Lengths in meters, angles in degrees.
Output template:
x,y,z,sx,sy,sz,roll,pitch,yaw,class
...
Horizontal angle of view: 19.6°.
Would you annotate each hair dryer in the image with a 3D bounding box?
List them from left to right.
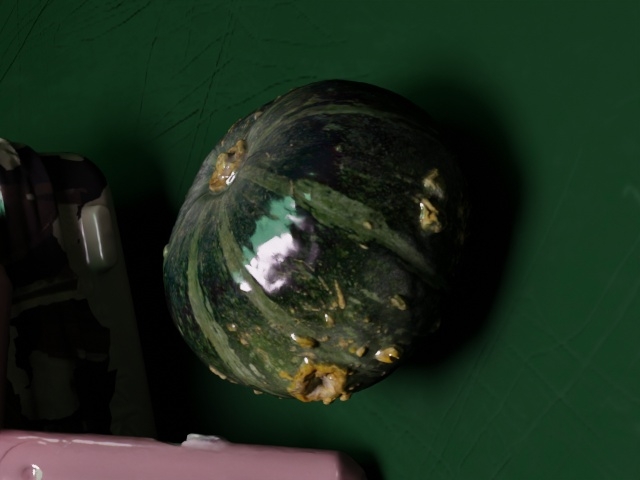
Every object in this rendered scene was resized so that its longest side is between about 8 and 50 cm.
x,y,z,sx,sy,sz,roll,pitch,yaw,class
-0.135,0.118,1.080,0.125,0.352,0.210,44,-130,-84,hair dryer

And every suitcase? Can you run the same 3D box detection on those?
x,y,z,sx,sy,sz,roll,pitch,yaw,class
-0.257,0.117,1.316,0.339,0.194,0.351,-19,80,49,suitcase

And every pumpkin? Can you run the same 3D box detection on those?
x,y,z,sx,sy,sz,roll,pitch,yaw,class
-0.001,0.000,1.015,0.190,0.146,0.190,-59,11,19,pumpkin
